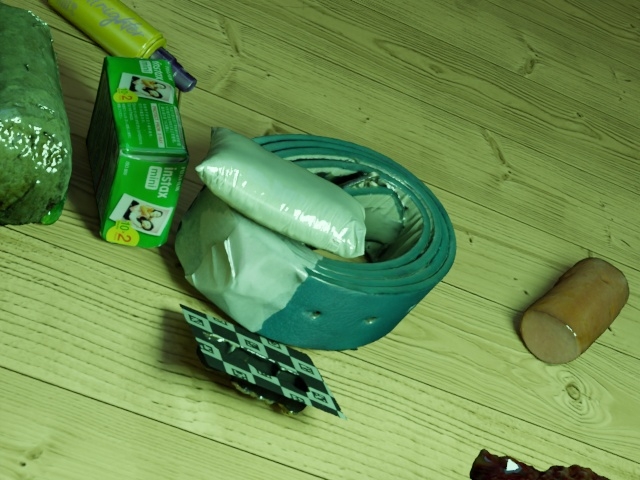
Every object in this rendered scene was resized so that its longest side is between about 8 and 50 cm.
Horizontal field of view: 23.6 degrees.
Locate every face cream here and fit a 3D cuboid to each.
[{"bbox_3d":[-0.309,-0.325,2.441,0.273,0.078,0.078,39,35,8],"label":"face cream"}]

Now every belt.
[{"bbox_3d":[0.001,-0.001,2.210,0.436,0.173,0.300,-6,54,-41],"label":"belt"}]

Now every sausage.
[{"bbox_3d":[0.417,0.107,2.466,0.113,0.113,0.259,41,37,12],"label":"sausage"}]

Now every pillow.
[{"bbox_3d":[-0.050,-0.065,2.040,0.254,0.078,0.144,27,30,-13],"label":"pillow"}]

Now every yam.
[{"bbox_3d":[-0.434,-0.167,2.049,0.195,0.195,0.300,13,39,-27],"label":"yam"}]

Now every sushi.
[{"bbox_3d":[-0.090,0.178,2.028,0.215,0.050,0.192,25,13,-25],"label":"sushi"}]

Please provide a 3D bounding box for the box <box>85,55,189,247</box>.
[{"bbox_3d":[-0.260,-0.127,2.157,0.103,0.180,0.250,3,42,-19],"label":"box"}]

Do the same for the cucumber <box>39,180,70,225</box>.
[{"bbox_3d":[-0.380,-0.122,2.166,0.056,0.056,0.284,16,41,-23],"label":"cucumber"}]

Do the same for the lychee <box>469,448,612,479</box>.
[{"bbox_3d":[0.251,0.406,1.826,0.306,0.306,0.330,-6,78,-42],"label":"lychee"}]
